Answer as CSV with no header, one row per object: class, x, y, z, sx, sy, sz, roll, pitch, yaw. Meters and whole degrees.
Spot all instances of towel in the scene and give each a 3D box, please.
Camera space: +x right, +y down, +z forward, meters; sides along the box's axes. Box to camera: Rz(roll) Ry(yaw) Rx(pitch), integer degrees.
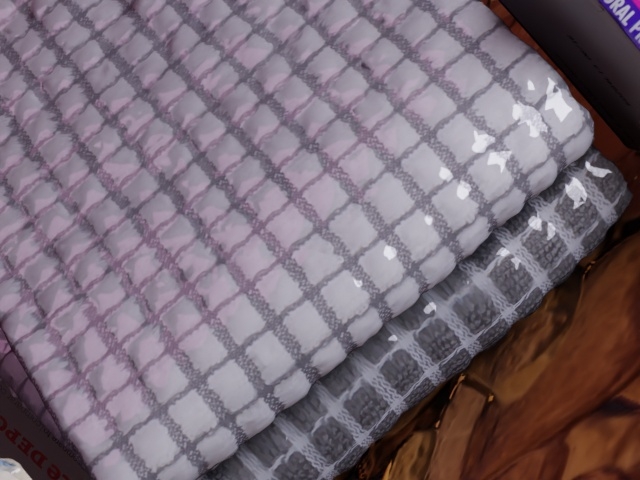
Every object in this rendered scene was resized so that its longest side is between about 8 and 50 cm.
towel,-0.043,-0.026,0.712,0.235,0.121,0.284,-41,47,-3

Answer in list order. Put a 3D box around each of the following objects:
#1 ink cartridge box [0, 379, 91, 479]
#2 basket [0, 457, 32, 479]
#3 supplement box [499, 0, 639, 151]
ink cartridge box,-0.122,0.075,0.820,0.063,0.109,0.150,-25,27,42
basket,-0.162,0.171,0.474,0.289,0.255,0.201,-11,38,40
supplement box,0.181,-0.141,0.635,0.220,0.111,0.114,-46,19,-2
